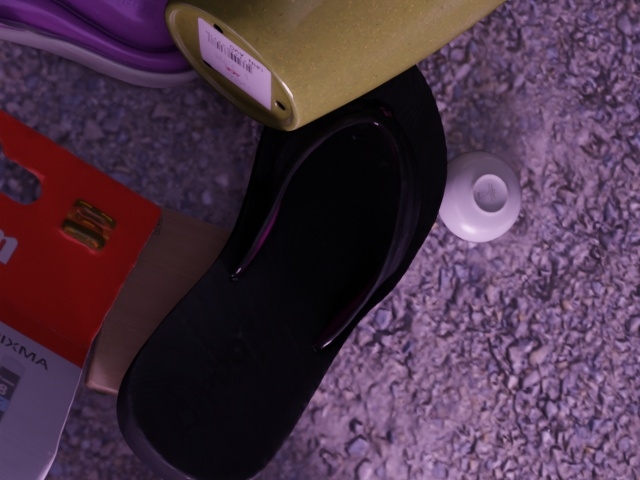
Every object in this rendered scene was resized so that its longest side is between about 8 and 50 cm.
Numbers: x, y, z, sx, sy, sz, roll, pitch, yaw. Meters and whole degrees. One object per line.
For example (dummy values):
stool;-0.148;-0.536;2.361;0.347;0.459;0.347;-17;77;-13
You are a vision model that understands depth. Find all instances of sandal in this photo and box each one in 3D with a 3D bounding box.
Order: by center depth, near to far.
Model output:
sandal;-0.254;-0.234;1.143;0.416;0.102;0.169;11;82;-22
sandal;0.001;0.002;1.172;0.167;0.107;0.445;34;58;-11

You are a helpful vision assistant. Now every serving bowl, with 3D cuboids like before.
serving bowl;0.146;-0.041;1.322;0.083;0.027;0.083;2;85;-20

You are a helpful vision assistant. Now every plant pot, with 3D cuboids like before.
plant pot;0.022;-0.237;1.161;0.275;0.275;0.293;45;73;-12

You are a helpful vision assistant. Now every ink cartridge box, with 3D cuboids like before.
ink cartridge box;-0.303;0.040;1.021;0.308;0.091;0.385;33;61;-13

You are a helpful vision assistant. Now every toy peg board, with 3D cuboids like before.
toy peg board;-0.106;0.075;1.203;0.161;0.079;0.160;20;63;-19
